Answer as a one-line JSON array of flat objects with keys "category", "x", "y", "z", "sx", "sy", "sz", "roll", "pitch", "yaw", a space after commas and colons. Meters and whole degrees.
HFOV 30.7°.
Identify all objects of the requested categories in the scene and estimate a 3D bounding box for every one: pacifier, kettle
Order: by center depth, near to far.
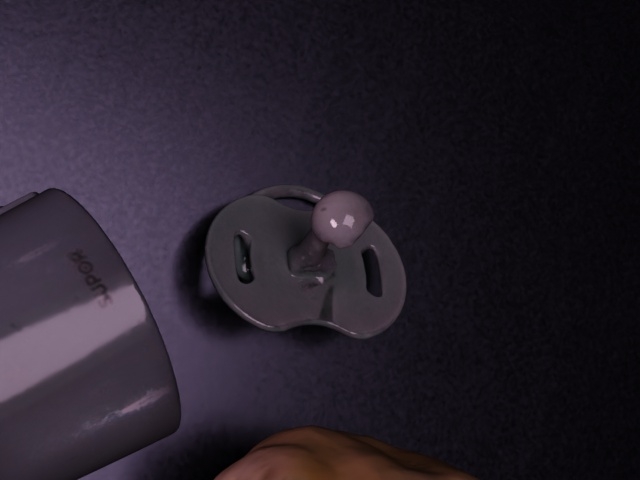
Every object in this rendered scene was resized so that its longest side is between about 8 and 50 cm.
[{"category": "kettle", "x": -0.232, "y": 0.067, "z": 0.631, "sx": 0.243, "sy": 0.160, "sz": 0.210, "roll": -26, "pitch": 80, "yaw": -25}, {"category": "pacifier", "x": 0.000, "y": 0.000, "z": 0.791, "sx": 0.150, "sy": 0.116, "sz": 0.127, "roll": 12, "pitch": 53, "yaw": -19}]

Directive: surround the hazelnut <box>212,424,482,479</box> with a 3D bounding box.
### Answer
[{"category": "hazelnut", "x": 0.036, "y": 0.243, "z": 0.700, "sx": 0.261, "sy": 0.261, "sz": 0.241, "roll": 47, "pitch": 33, "yaw": -12}]
